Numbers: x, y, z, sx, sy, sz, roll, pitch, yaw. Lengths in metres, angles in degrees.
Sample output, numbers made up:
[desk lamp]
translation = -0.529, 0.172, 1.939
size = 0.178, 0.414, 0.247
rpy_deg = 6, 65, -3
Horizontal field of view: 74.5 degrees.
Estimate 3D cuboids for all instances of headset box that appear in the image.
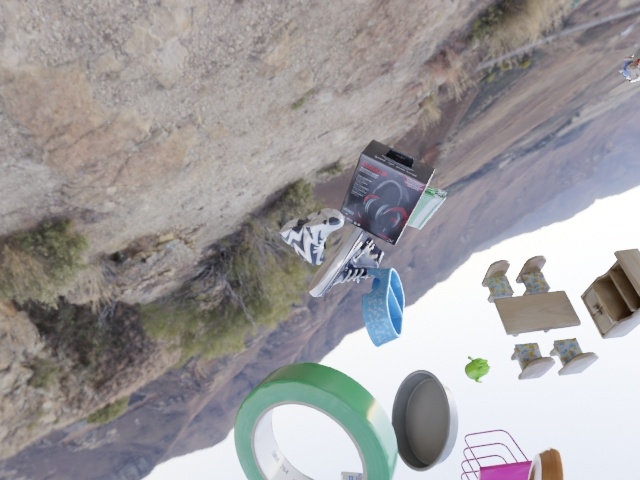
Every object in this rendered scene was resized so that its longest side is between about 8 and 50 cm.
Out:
[headset box]
translation = 0.204, -0.158, 1.320
size = 0.110, 0.218, 0.293
rpy_deg = -53, 168, -44

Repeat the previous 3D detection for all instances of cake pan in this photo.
[cake pan]
translation = 0.324, 0.557, 1.312
size = 0.054, 0.294, 0.293
rpy_deg = 17, 153, -20

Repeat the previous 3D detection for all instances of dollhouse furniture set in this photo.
[dollhouse furniture set]
translation = 0.459, 0.117, 0.782
size = 0.241, 0.212, 0.161
rpy_deg = -7, 144, 0

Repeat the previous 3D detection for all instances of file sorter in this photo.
[file sorter]
translation = 0.659, 0.906, 1.615
size = 0.201, 0.291, 0.182
rpy_deg = -4, -160, -6

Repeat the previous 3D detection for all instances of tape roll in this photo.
[tape roll]
translation = -0.014, 0.403, 0.821
size = 0.321, 0.321, 0.077
rpy_deg = -32, 179, 25

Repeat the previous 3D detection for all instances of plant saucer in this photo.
[plant saucer]
translation = 0.459, 0.530, 0.872
size = 0.037, 0.200, 0.200
rpy_deg = 11, -173, 20

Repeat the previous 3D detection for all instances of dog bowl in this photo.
[dog bowl]
translation = 0.199, 0.192, 1.290
size = 0.074, 0.166, 0.297
rpy_deg = -16, -157, 22

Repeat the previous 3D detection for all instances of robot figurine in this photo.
[robot figurine]
translation = 0.591, 0.486, 1.592
size = 0.066, 0.101, 0.115
rpy_deg = -1, 147, -18

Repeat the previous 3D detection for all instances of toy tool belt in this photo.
[toy tool belt]
translation = 0.640, -0.357, 0.865
size = 0.083, 0.051, 0.052
rpy_deg = -1, 113, -53

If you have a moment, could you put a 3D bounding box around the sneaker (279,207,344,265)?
[sneaker]
translation = 0.000, 0.000, 1.257
size = 0.234, 0.153, 0.094
rpy_deg = -16, -151, 35

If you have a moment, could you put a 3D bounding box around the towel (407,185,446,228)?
[towel]
translation = 0.264, -0.144, 1.553
size = 0.324, 0.038, 0.248
rpy_deg = 14, 151, -5

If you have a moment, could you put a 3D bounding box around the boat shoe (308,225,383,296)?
[boat shoe]
translation = 0.101, 0.097, 1.427
size = 0.341, 0.158, 0.127
rpy_deg = -52, -171, -37

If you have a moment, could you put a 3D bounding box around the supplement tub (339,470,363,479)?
[supplement tub]
translation = 0.121, 0.820, 1.417
size = 0.107, 0.071, 0.071
rpy_deg = 7, 167, -5
